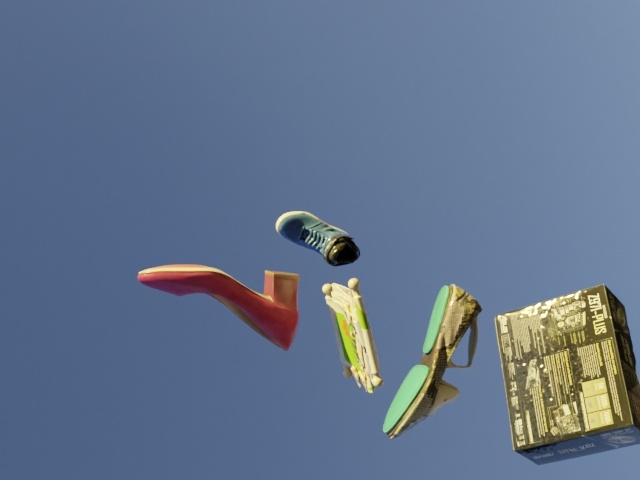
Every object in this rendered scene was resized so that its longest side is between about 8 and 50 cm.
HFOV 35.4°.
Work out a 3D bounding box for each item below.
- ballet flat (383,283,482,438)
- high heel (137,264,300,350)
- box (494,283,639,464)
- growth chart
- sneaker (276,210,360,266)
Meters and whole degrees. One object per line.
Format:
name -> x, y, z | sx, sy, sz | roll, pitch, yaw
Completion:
ballet flat -> 0.082, 0.088, 0.688 | 0.041, 0.041, 0.114 | 29, -98, -34
high heel -> -0.147, 0.098, 1.461 | 0.244, 0.082, 0.117 | 5, -88, -24
box -> 0.303, 0.163, 1.215 | 0.077, 0.147, 0.180 | 36, -138, -48
growth chart -> 0.047, 0.137, 1.422 | 0.021, 0.237, 0.172 | -15, -90, -10
sneaker -> 0.000, -0.001, 1.733 | 0.152, 0.058, 0.084 | 22, -168, -28
